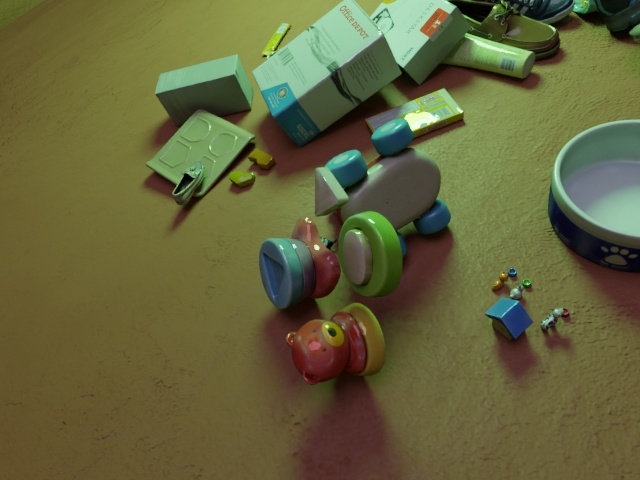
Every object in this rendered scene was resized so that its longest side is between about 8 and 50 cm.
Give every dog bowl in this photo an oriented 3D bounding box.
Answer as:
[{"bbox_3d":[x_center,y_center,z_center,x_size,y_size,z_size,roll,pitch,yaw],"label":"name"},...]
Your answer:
[{"bbox_3d":[0.540,-0.080,0.811,0.265,0.104,0.264,-9,52,12],"label":"dog bowl"}]

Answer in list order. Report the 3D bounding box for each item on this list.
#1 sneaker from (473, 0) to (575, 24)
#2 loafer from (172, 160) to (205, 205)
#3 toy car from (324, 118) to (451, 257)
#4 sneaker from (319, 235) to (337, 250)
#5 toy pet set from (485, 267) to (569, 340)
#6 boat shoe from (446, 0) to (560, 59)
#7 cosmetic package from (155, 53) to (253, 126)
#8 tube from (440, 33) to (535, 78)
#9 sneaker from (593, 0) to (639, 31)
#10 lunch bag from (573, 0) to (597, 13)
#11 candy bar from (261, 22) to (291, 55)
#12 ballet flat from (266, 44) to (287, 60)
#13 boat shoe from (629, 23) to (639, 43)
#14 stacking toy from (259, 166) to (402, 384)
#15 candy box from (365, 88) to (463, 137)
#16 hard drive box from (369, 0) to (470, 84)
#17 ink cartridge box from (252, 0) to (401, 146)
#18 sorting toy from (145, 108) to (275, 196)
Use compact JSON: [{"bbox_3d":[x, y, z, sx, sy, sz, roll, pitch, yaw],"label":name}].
[{"bbox_3d":[0.487,-0.629,1.188,0.283,0.153,0.099,14,72,29],"label":"sneaker"},{"bbox_3d":[-0.316,-0.144,1.133,0.045,0.039,0.125,12,64,18],"label":"loafer"},{"bbox_3d":[0.098,-0.105,0.944,0.210,0.219,0.238,-35,24,-10],"label":"toy car"},{"bbox_3d":[0.000,0.000,0.968,0.069,0.038,0.098,-13,62,6],"label":"sneaker"},{"bbox_3d":[0.325,0.099,0.772,0.114,0.065,0.122,-38,52,-11],"label":"toy pet set"},{"bbox_3d":[0.437,-0.532,1.174,0.308,0.104,0.110,23,65,30],"label":"boat shoe"},{"bbox_3d":[-0.320,-0.416,1.317,0.238,0.127,0.107,-11,53,8],"label":"cosmetic package"},{"bbox_3d":[0.400,-0.459,1.160,0.240,0.062,0.070,30,65,33],"label":"tube"},{"bbox_3d":[0.772,-0.636,1.043,0.341,0.140,0.125,-42,16,14],"label":"sneaker"},{"bbox_3d":[0.727,-0.701,1.178,0.224,0.160,0.262,-13,70,3],"label":"lunch bag"},{"bbox_3d":[-0.137,-0.638,1.489,0.040,0.018,0.161,12,59,20],"label":"candy bar"},{"bbox_3d":[-0.037,-0.530,1.339,0.249,0.086,0.086,-13,52,8],"label":"ballet flat"},{"bbox_3d":[0.803,-0.484,1.033,0.324,0.123,0.116,-37,86,-21],"label":"boat shoe"},{"bbox_3d":[-0.013,0.054,0.768,0.131,0.279,0.309,-10,41,-29],"label":"stacking toy"},{"bbox_3d":[0.219,-0.287,1.113,0.206,0.027,0.105,-21,49,1],"label":"candy box"},{"bbox_3d":[0.235,-0.542,1.212,0.181,0.089,0.232,-48,50,17],"label":"hard drive box"},{"bbox_3d":[0.009,-0.415,1.164,0.308,0.129,0.223,-33,50,12],"label":"ink cartridge box"},{"bbox_3d":[-0.274,-0.208,1.209,0.307,0.041,0.229,31,72,26],"label":"sorting toy"}]
